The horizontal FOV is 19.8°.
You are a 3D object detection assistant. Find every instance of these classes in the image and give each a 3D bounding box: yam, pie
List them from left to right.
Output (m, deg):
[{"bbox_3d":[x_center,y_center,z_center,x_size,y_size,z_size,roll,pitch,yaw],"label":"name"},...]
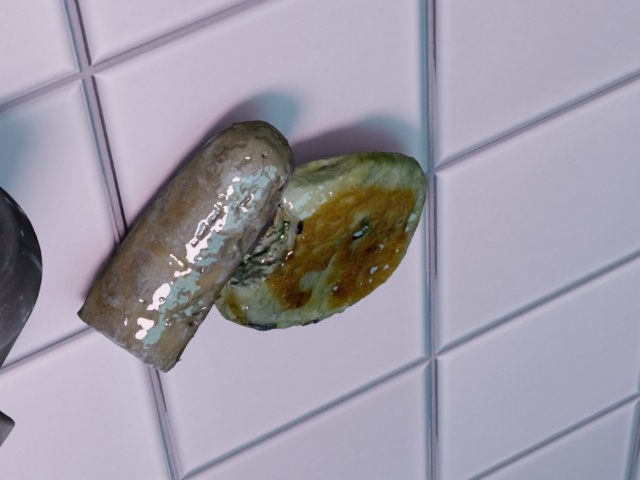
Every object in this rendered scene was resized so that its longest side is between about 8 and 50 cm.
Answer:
[{"bbox_3d":[-0.142,0.007,2.019,0.133,0.133,0.330,14,120,-48],"label":"yam"},{"bbox_3d":[0.005,0.000,2.163,0.302,0.067,0.302,-31,150,-20],"label":"pie"}]

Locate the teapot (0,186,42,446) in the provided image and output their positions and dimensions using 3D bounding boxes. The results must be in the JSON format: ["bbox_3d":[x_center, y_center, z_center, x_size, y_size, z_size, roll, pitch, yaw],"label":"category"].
[{"bbox_3d":[-0.430,0.100,1.802,0.300,0.253,0.344,-1,141,-14],"label":"teapot"}]
